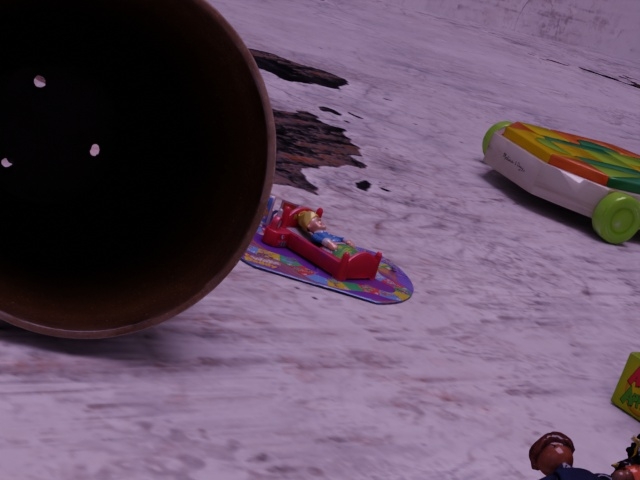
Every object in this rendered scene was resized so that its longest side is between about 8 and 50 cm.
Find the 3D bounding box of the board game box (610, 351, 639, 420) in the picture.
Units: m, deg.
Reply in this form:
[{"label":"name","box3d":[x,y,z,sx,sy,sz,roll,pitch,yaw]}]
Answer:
[{"label":"board game box","box3d":[0.313,0.123,1.022,0.181,0.043,0.092,5,22,-40]}]

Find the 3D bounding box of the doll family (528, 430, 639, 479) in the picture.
[{"label":"doll family","box3d":[0.199,0.146,0.761,0.193,0.076,0.111,14,33,-27]}]

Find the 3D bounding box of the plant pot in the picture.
[{"label":"plant pot","box3d":[-0.162,-0.063,0.877,0.215,0.215,0.230,13,3,-18]}]

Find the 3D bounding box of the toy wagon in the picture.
[{"label":"toy wagon","box3d":[0.363,-0.063,1.641,0.344,0.068,0.267,9,19,-29]}]

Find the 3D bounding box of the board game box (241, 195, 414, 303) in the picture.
[{"label":"board game box","box3d":[0.000,0.000,1.096,0.169,0.033,0.133,17,16,-6]}]
